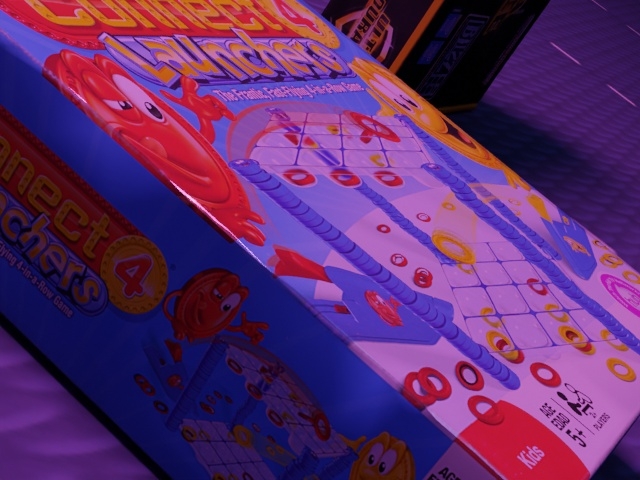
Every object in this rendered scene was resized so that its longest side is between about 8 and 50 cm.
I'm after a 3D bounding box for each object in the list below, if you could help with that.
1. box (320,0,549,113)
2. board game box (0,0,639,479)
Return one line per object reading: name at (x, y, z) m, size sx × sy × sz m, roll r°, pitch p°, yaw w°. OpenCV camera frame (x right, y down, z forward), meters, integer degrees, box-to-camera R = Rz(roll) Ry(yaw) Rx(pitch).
box at (0.139, -0.241, 0.958) m, size 0.079 × 0.322 × 0.257 m, roll 40°, pitch 21°, yaw 16°
board game box at (0.000, 0.000, 0.568) m, size 0.302 × 0.086 × 0.308 m, roll 41°, pitch 22°, yaw 13°
